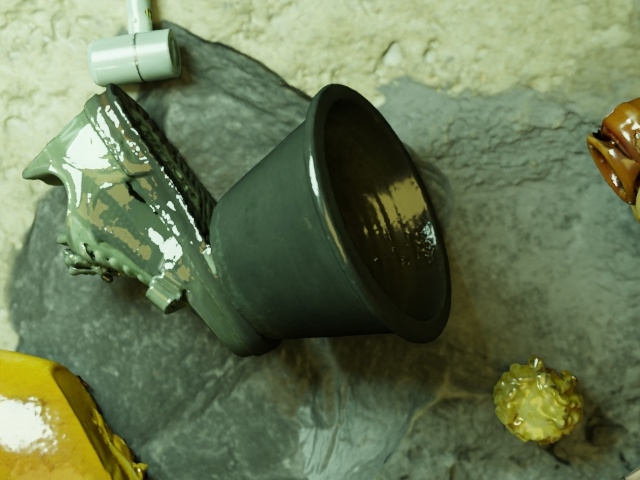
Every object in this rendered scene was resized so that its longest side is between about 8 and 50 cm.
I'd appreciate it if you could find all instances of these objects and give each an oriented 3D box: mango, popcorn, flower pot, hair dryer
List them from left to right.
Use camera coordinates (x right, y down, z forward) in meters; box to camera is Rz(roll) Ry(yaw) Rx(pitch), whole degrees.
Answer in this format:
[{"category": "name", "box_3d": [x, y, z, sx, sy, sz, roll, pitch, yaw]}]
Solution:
[{"category": "mango", "box_3d": [-0.274, 0.195, 0.951, 0.252, 0.126, 0.154, 37, 82, 6]}, {"category": "hair dryer", "box_3d": [-0.183, -0.220, 0.982, 0.082, 0.047, 0.137, -6, 84, 7]}, {"category": "flower pot", "box_3d": [0.000, 0.000, 0.891, 0.148, 0.235, 0.235, -24, 87, 26]}, {"category": "popcorn", "box_3d": [0.199, 0.146, 0.930, 0.082, 0.057, 0.083, -3, 93, 13]}]

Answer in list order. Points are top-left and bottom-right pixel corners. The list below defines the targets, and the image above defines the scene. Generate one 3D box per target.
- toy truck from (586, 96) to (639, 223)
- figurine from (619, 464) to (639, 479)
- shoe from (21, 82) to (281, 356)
[{"category": "toy truck", "box_3d": [0.370, -0.038, 0.816, 0.204, 0.288, 0.212, -33, 111, 4]}, {"category": "figurine", "box_3d": [0.361, 0.312, 0.876, 0.200, 0.133, 0.276, -28, 82, -23]}, {"category": "shoe", "box_3d": [-0.166, 0.008, 0.952, 0.149, 0.109, 0.293, -34, 84, 10]}]
